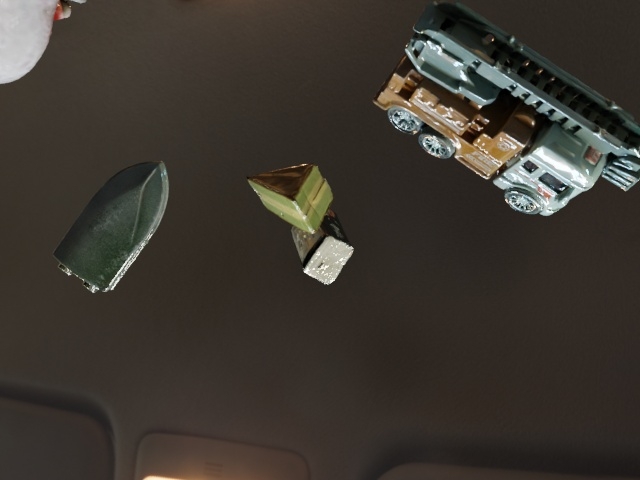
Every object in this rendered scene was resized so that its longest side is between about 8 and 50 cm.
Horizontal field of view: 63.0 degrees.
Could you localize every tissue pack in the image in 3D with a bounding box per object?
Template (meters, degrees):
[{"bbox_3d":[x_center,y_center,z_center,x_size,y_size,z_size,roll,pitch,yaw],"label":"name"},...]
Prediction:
[{"bbox_3d":[0.000,-0.001,1.108,0.103,0.090,0.170,-54,-151,19],"label":"tissue pack"}]

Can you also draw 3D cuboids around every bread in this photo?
[{"bbox_3d":[-0.063,-0.057,0.793,0.139,0.084,0.074,-4,-47,34],"label":"bread"}]

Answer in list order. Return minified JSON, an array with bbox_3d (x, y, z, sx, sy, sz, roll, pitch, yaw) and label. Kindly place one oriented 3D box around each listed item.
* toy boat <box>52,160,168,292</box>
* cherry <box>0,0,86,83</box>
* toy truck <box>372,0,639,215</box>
[{"bbox_3d":[-0.418,-0.038,1.084,0.141,0.092,0.319,38,-78,-8],"label":"toy boat"},{"bbox_3d":[-0.456,-0.351,0.618,0.291,0.335,0.326,-121,-149,-46],"label":"cherry"},{"bbox_3d":[0.251,-0.161,0.674,0.338,0.184,0.133,34,-103,1],"label":"toy truck"}]
